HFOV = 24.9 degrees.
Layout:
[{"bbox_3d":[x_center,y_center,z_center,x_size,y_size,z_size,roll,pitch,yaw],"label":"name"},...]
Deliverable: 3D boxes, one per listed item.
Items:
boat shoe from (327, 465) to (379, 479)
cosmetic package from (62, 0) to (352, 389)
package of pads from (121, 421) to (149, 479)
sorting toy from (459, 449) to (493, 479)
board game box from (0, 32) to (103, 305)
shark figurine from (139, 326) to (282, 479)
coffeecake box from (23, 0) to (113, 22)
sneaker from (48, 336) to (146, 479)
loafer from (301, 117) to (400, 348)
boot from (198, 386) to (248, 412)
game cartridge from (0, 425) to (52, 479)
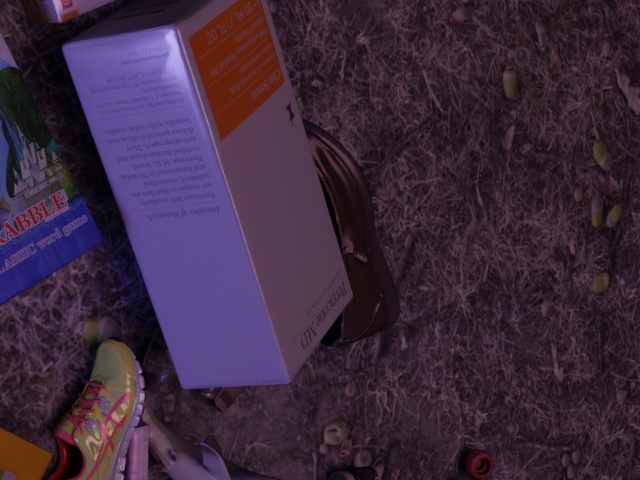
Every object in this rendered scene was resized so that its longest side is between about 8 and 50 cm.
[{"bbox_3d":[0.059,0.439,2.089,0.069,0.081,0.227,-7,98,-38],"label":"boat shoe"},{"bbox_3d":[-0.123,-0.072,1.752,0.230,0.161,0.453,-52,131,-55],"label":"cosmetic package"},{"bbox_3d":[-0.238,0.267,1.814,0.032,0.050,0.083,-3,98,-42],"label":"package of pads"},{"bbox_3d":[0.235,0.375,2.278,0.061,0.042,0.102,35,84,-24],"label":"sorting toy"},{"bbox_3d":[-0.432,-0.061,1.551,0.319,0.066,0.318,-36,109,-34],"label":"board game box"},{"bbox_3d":[-0.165,0.259,1.871,0.278,0.166,0.116,47,28,-8],"label":"shark figurine"},{"bbox_3d":[-0.270,-0.350,1.691,0.185,0.068,0.142,-31,116,-36],"label":"coffeecake box"},{"bbox_3d":[-0.276,0.218,1.754,0.094,0.081,0.208,11,89,-41],"label":"sneaker"},{"bbox_3d":[0.000,0.000,1.941,0.130,0.134,0.366,-42,122,-31],"label":"loafer"},{"bbox_3d":[-0.112,0.190,1.933,0.118,0.042,0.087,39,76,-37],"label":"boot"},{"bbox_3d":[-0.477,0.326,1.603,0.285,0.053,0.323,37,70,-39],"label":"game cartridge"}]
